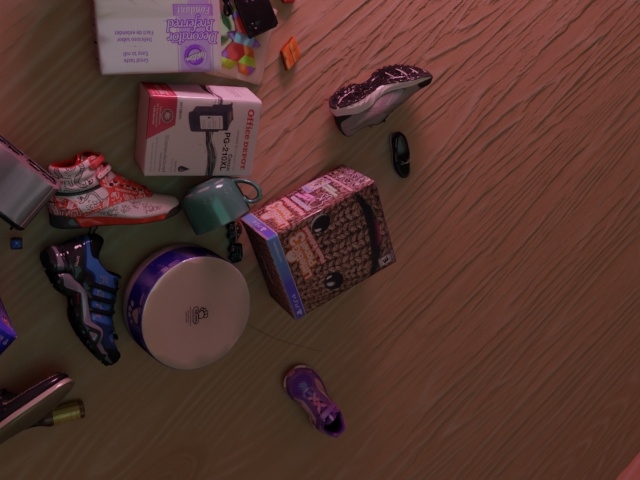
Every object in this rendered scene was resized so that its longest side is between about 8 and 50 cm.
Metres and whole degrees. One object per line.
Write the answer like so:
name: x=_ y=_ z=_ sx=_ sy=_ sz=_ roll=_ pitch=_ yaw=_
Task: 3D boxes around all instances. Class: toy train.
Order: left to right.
toy train: x=-0.196 y=-0.024 z=1.674 sx=0.036 sy=0.027 sz=0.158 roll=-12 pitch=110 yaw=-27

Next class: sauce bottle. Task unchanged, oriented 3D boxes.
sauce bottle: x=-0.579 y=0.381 z=1.587 sx=0.128 sy=0.042 sz=0.042 roll=-9 pitch=109 yaw=-23

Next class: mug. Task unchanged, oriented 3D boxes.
mug: x=-0.220 y=-0.089 z=1.576 sx=0.158 sy=0.129 sz=0.097 roll=-33 pitch=103 yaw=-28

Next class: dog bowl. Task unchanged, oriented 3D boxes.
dog bowl: x=-0.291 y=0.146 z=1.610 sx=0.265 sy=0.104 sz=0.264 roll=-12 pitch=111 yaw=-33

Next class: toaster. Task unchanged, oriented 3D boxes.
toaster: x=-0.570 y=-0.110 z=1.313 sx=0.168 sy=0.186 sz=0.110 roll=42 pitch=86 yaw=-19

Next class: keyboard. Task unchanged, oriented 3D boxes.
keyboard: x=-0.165 y=-0.512 z=1.516 sx=0.108 sy=0.023 sz=0.180 roll=-33 pitch=112 yaw=-25

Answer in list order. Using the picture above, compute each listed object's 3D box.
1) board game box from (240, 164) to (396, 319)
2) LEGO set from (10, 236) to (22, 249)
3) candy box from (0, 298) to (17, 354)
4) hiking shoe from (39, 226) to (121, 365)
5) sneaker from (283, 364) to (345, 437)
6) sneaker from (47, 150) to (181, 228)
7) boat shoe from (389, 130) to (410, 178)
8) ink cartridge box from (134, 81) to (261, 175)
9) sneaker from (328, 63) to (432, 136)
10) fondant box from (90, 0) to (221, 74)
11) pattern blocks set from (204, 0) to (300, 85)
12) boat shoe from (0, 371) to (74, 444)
board game box: x=0.000 y=0.000 z=1.706 sx=0.291 sy=0.141 sz=0.232 roll=-30 pitch=123 yaw=-17
LEGO set: x=-0.663 y=-0.085 z=1.408 sx=0.244 sy=0.060 sz=0.182 roll=32 pitch=89 yaw=-20
candy box: x=-0.719 y=0.087 z=1.291 sx=0.122 sy=0.268 sz=0.317 roll=-50 pitch=120 yaw=-10
hiking shoe: x=-0.464 y=0.127 z=1.530 sx=0.132 sy=0.113 sz=0.304 roll=-30 pitch=122 yaw=-27
sneaker: x=-0.005 y=0.417 z=1.864 sx=0.095 sy=0.104 sz=0.236 roll=-38 pitch=118 yaw=-11
sneaker: x=-0.418 y=-0.110 z=1.494 sx=0.270 sy=0.090 sz=0.144 roll=-7 pitch=111 yaw=-23
boat shoe: x=0.204 y=-0.211 z=1.822 sx=0.046 sy=0.038 sz=0.125 roll=-20 pitch=113 yaw=-21
ink cartridge box: x=-0.255 y=-0.229 z=1.523 sx=0.237 sy=0.100 sz=0.171 roll=-3 pitch=118 yaw=-27
sneaker: x=0.145 y=-0.336 z=1.730 sx=0.272 sy=0.100 sz=0.108 roll=-27 pitch=130 yaw=-15
fondant box: x=-0.320 y=-0.492 z=1.408 sx=0.238 sy=0.096 sz=0.330 roll=-7 pitch=110 yaw=-21
pattern blocks set: x=-0.171 y=-0.432 z=1.564 sx=0.286 sy=0.026 sz=0.324 roll=-4 pitch=107 yaw=-27
boat shoe: x=-0.671 y=0.360 z=1.495 sx=0.340 sy=0.127 sz=0.113 roll=-38 pitch=76 yaw=-5
